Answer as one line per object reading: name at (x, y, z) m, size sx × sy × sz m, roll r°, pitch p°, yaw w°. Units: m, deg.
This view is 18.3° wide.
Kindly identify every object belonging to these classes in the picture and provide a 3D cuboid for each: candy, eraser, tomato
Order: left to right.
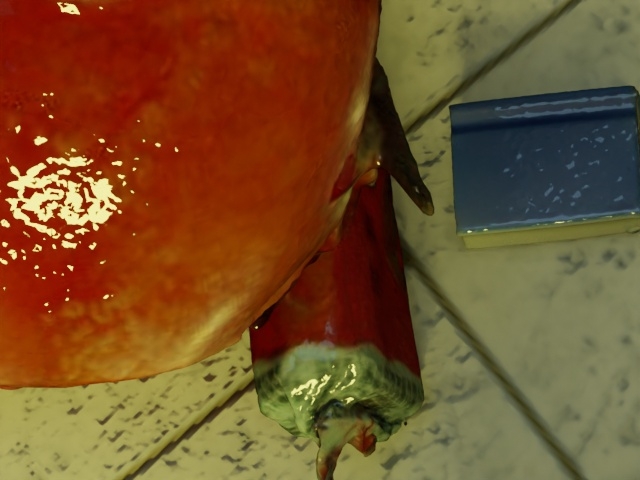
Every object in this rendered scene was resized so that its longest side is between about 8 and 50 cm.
tomato at (-0.098, -0.103, 0.752) m, size 0.309 × 0.170 × 0.309 m, roll 4°, pitch 68°, yaw -9°
candy at (0.001, 0.000, 0.867) m, size 0.059 × 0.086 × 0.292 m, roll -14°, pitch 69°, yaw 20°
eraser at (0.101, -0.033, 0.876) m, size 0.085 × 0.027 × 0.063 m, roll -6°, pitch 71°, yaw 15°

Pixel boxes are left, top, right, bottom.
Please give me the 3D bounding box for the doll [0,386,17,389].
doll at (-0.122, -0.058, 0.896) m, size 0.161 × 0.130 × 0.290 m, roll 12°, pitch 83°, yaw 12°
